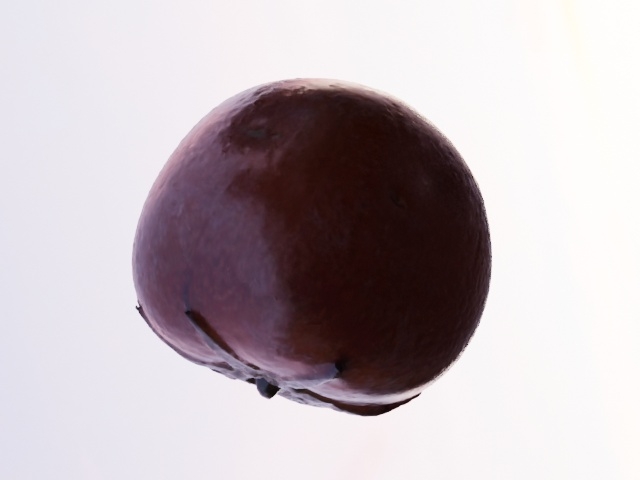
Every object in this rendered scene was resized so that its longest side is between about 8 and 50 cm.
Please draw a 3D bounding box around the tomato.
[{"bbox_3d":[0.000,0.000,1.239,0.265,0.264,0.265,-11,-90,-67],"label":"tomato"}]
